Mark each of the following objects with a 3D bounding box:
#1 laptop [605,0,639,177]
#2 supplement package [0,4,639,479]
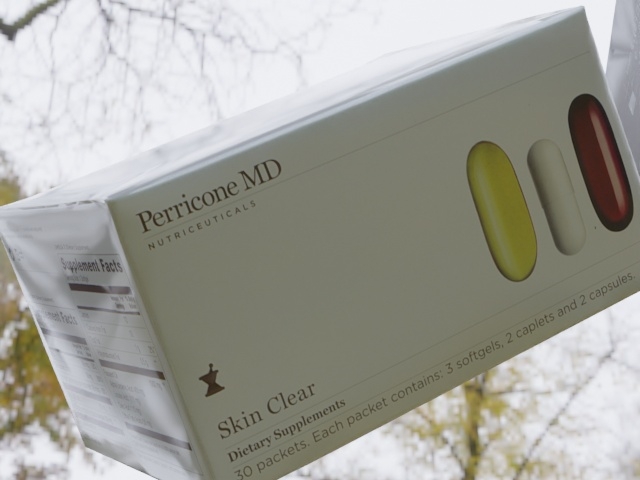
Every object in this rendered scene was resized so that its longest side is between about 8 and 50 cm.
[{"bbox_3d":[0.354,-0.175,1.113,0.236,0.407,0.382,-11,-36,-3],"label":"laptop"},{"bbox_3d":[0.000,0.000,0.742,0.262,0.145,0.204,-25,10,-24],"label":"supplement package"}]
